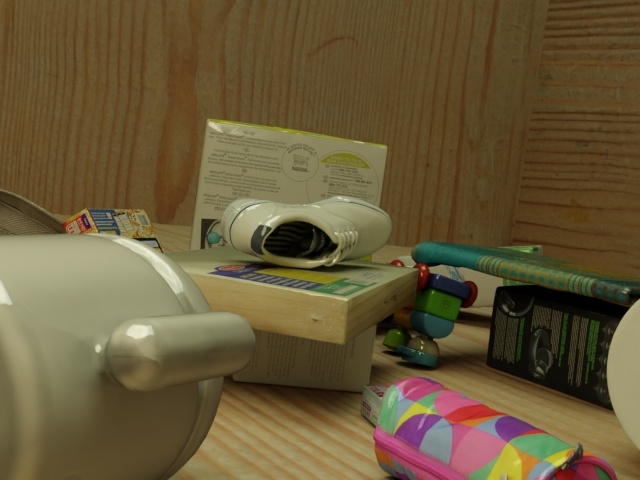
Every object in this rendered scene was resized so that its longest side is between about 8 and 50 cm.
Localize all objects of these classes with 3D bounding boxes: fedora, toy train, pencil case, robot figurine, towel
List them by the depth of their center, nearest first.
[{"bbox_3d":[-0.197,0.096,0.627,0.300,0.199,0.353,-11,-3,23],"label":"robot figurine"},{"bbox_3d":[0.133,0.184,0.759,0.104,0.104,0.236,5,4,-28],"label":"pencil case"},{"bbox_3d":[-0.419,0.029,1.321,0.244,0.124,0.275,37,-15,-29],"label":"fedora"},{"bbox_3d":[0.354,0.053,1.401,0.271,0.040,0.370,4,7,-44],"label":"towel"},{"bbox_3d":[0.135,0.111,1.455,0.105,0.143,0.248,20,-5,-19],"label":"toy train"}]

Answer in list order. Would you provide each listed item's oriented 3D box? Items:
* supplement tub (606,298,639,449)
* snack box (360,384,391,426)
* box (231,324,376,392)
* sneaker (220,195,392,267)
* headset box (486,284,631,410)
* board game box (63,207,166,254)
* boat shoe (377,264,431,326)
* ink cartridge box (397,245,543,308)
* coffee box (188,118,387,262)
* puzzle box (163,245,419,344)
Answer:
[{"bbox_3d":[0.480,0.141,1.008,0.325,0.235,0.235,3,7,-44],"label":"supplement tub"},{"bbox_3d":[0.111,0.191,0.997,0.100,0.037,0.141,8,4,-16],"label":"snack box"},{"bbox_3d":[-0.029,0.129,1.194,0.170,0.091,0.130,7,4,-12],"label":"box"},{"bbox_3d":[0.000,0.000,1.174,0.258,0.094,0.091,-2,27,-38],"label":"sneaker"},{"bbox_3d":[0.439,0.154,1.389,0.246,0.131,0.283,1,8,-33],"label":"headset box"},{"bbox_3d":[-0.244,0.052,1.229,0.045,0.193,0.147,-29,-9,18],"label":"board game box"},{"bbox_3d":[0.113,0.114,1.625,0.320,0.118,0.103,7,42,-48],"label":"boat shoe"},{"bbox_3d":[0.314,0.077,1.934,0.278,0.117,0.201,-4,0,18],"label":"ink cartridge box"},{"bbox_3d":[-0.077,-0.052,1.834,0.338,0.334,0.337,7,5,-7],"label":"coffee box"},{"bbox_3d":[-0.045,0.055,1.178,0.272,0.052,0.409,9,5,16],"label":"puzzle box"}]
